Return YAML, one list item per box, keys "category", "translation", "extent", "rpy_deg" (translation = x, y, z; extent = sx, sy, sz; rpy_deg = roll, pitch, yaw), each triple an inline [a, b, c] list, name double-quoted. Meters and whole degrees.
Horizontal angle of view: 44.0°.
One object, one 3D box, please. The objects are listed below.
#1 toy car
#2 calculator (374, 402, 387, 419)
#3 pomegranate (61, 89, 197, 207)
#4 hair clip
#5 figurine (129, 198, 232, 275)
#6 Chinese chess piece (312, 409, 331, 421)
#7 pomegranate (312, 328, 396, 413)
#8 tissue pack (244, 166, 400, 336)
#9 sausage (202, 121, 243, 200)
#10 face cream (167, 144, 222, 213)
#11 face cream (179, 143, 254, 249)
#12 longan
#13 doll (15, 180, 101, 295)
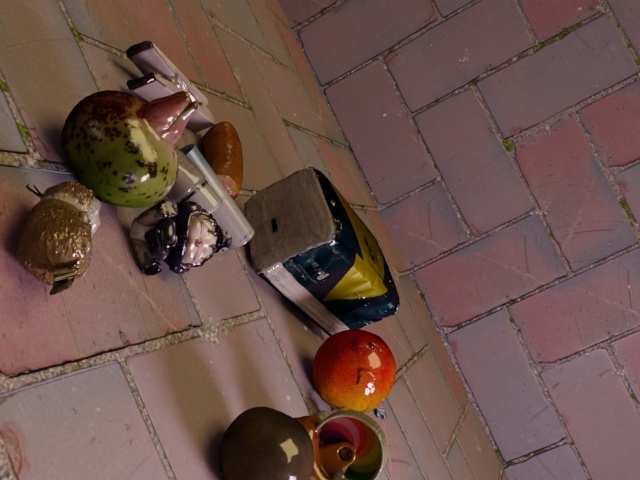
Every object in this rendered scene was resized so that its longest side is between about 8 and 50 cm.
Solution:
- category: "toy car"
  translation: [0.031, 0.435, 1.547]
  extent: [0.235, 0.235, 0.145]
  rpy_deg: [65, 15, 8]
- category: "calculator"
  translation: [0.160, 0.458, 2.336]
  extent: [0.094, 0.019, 0.141]
  rpy_deg: [34, 32, -57]
- category: "pomegranate"
  translation: [-0.317, -0.176, 1.363]
  extent: [0.214, 0.247, 0.214]
  rpy_deg: [51, 16, -20]
- category: "hair clip"
  translation: [-0.352, -0.351, 1.866]
  extent: [0.331, 0.085, 0.101]
  rpy_deg: [39, 30, -71]
- category: "figurine"
  translation: [-0.269, -0.005, 1.506]
  extent: [0.222, 0.145, 0.145]
  rpy_deg: [5, 59, -61]
- category: "Chinese chess piece"
  translation: [0.013, 0.437, 1.842]
  extent: [0.084, 0.034, 0.084]
  rpy_deg: [58, 14, -23]
- category: "pomegranate"
  translation: [0.081, 0.332, 1.939]
  extent: [0.210, 0.210, 0.235]
  rpy_deg: [-56, 150, -73]
- category: "tissue pack"
  translation: [0.009, 0.048, 2.077]
  extent: [0.416, 0.253, 0.264]
  rpy_deg: [49, 20, -48]
- category: "sausage"
  translation: [-0.240, -0.195, 1.942]
  extent: [0.109, 0.108, 0.271]
  rpy_deg: [51, 20, -39]
- category: "face cream"
  translation: [-0.330, -0.176, 1.652]
  extent: [0.314, 0.089, 0.143]
  rpy_deg: [53, 17, -9]
- category: "face cream"
  translation: [-0.246, -0.097, 1.793]
  extent: [0.250, 0.077, 0.077]
  rpy_deg: [58, 15, -25]
- category: "longan"
  translation: [-0.093, 0.371, 1.370]
  extent: [0.167, 0.167, 0.187]
  rpy_deg: [56, -5, -23]
- category: "doll"
  translation: [-0.373, 0.005, 1.132]
  extent: [0.114, 0.105, 0.221]
  rpy_deg: [11, 41, -22]
